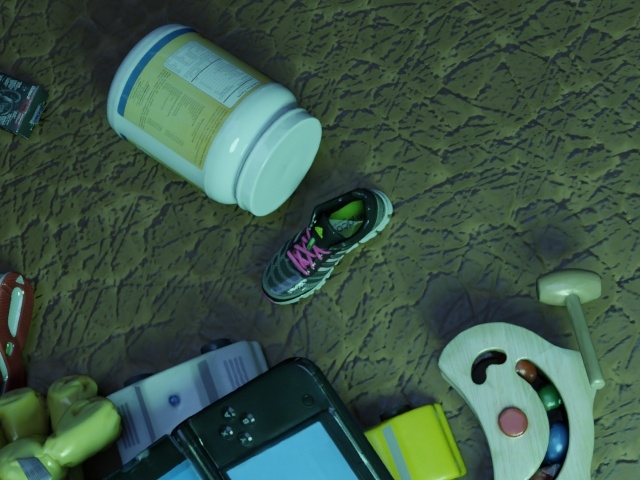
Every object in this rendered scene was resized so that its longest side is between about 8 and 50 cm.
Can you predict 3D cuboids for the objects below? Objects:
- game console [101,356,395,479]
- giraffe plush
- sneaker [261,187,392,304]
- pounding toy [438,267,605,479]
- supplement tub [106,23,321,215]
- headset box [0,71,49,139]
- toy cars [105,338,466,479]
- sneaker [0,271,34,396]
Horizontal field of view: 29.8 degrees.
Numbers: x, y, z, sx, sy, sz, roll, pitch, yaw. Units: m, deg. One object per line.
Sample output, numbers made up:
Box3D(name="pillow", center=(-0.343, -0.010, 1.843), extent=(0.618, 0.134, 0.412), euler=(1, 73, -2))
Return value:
Box3D(name="game console", center=(-0.055, 0.301, 1.118), extent=(0.250, 0.173, 0.293), euler=(-33, 91, 28))
Box3D(name="giraffe plush", center=(-0.276, 0.264, 1.239), extent=(0.181, 0.210, 0.170), euler=(-16, 115, -6))
Box3D(name="sneaker", center=(0.000, 0.000, 1.277), extent=(0.170, 0.075, 0.063), euler=(-38, 72, 2))
Box3D(name="pounding toy", center=(0.188, 0.155, 1.156), extent=(0.154, 0.155, 0.269), euler=(3, 77, 9))
Box3D(name="supplement tub", center=(-0.114, -0.129, 1.298), extent=(0.200, 0.144, 0.144), euler=(34, 86, 17))
Box3D(name="headset box", center=(-0.366, -0.161, 1.421), extent=(0.083, 0.032, 0.062), euler=(21, 83, 16))
Box3D(name="toy cars", center=(-0.050, 0.200, 1.235), extent=(0.394, 0.087, 0.176), euler=(17, 81, 16))
Box3D(name="sneaker", center=(-0.401, 0.140, 1.345), extent=(0.128, 0.087, 0.221), euler=(4, 72, 27))
